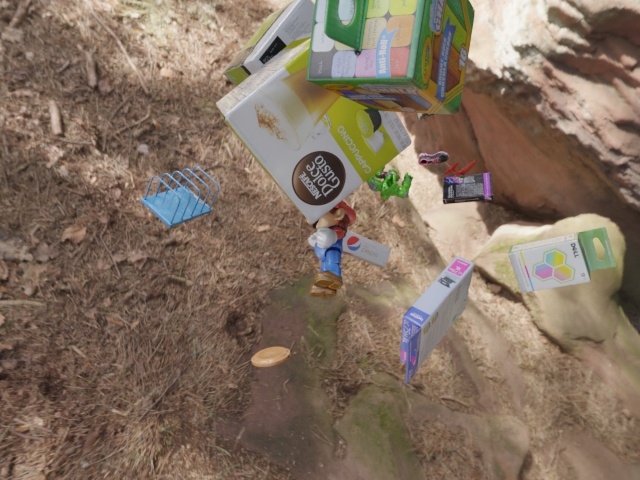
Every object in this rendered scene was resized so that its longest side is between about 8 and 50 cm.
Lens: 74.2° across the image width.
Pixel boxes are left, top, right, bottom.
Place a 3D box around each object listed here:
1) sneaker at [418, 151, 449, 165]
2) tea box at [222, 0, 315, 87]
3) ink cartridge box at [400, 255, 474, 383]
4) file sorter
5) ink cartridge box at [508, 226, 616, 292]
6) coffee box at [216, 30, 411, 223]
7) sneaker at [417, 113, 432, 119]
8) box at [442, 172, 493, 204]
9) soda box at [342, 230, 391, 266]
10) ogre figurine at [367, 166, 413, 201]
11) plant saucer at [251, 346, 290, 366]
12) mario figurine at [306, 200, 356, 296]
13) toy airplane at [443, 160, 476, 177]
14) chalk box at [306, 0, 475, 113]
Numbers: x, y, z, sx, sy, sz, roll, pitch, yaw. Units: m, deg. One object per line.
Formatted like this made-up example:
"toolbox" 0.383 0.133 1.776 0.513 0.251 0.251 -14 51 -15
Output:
"sneaker" 0.426 -0.305 1.608 0.057 0.119 0.047 -55 135 -44
"tea box" -0.157 -0.711 1.641 0.220 0.324 0.329 41 80 -33
"ink cartridge box" 0.287 0.198 1.086 0.065 0.185 0.311 25 50 32
"file sorter" -0.394 -0.133 1.211 0.118 0.104 0.170 40 33 10
"ink cartridge box" 0.575 0.049 1.013 0.062 0.209 0.108 -35 106 -55
"coffee box" -0.035 -0.309 1.117 0.334 0.338 0.337 -39 118 1
"sneaker" 0.357 -0.520 1.386 0.130 0.330 0.147 -24 85 -2
"box" 0.501 -0.177 1.444 0.162 0.029 0.116 -2 47 21
"soda box" 0.140 0.025 1.527 0.216 0.069 0.073 22 80 -14
"ogre figurine" 0.222 -0.197 1.417 0.197 0.097 0.118 27 40 -27
"plant saucer" -0.106 0.244 0.899 0.084 0.083 0.013 -14 99 -25
"mario figurine" 0.000 0.000 1.262 0.170 0.198 0.320 34 49 -36
"toy airplane" 0.542 -0.268 1.669 0.151 0.151 0.028 4 49 -20
"chalk box" 0.103 -0.313 0.648 0.289 0.179 0.180 -7 107 -58
